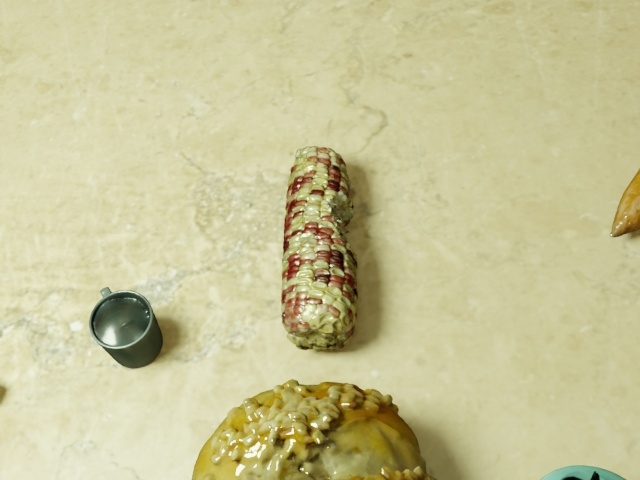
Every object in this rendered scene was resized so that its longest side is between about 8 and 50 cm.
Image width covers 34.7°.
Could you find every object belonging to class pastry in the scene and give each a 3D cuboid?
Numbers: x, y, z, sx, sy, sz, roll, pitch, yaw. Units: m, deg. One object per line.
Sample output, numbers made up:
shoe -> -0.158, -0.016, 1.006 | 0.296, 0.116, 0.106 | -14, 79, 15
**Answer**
pastry -> -0.008, 0.288, 1.069 | 0.284, 0.184, 0.316 | -12, 60, 1

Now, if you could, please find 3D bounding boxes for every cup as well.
cup -> -0.241, 0.103, 1.262 | 0.078, 0.077, 0.100 | -29, 62, -10

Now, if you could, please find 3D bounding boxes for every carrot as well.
carrot -> 0.429, -0.074, 1.290 | 0.072, 0.072, 0.205 | 36, 72, 23

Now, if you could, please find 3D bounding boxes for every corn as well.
corn -> 0.000, 0.000, 1.285 | 0.098, 0.098, 0.290 | -2, 58, 6

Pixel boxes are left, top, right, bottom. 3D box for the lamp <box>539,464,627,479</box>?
lamp -> 0.239, 0.357, 1.021 | 0.209, 0.147, 0.284 | 24, 74, 16
